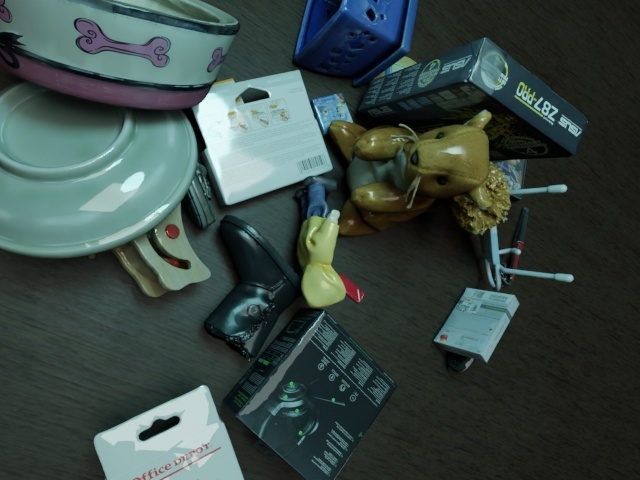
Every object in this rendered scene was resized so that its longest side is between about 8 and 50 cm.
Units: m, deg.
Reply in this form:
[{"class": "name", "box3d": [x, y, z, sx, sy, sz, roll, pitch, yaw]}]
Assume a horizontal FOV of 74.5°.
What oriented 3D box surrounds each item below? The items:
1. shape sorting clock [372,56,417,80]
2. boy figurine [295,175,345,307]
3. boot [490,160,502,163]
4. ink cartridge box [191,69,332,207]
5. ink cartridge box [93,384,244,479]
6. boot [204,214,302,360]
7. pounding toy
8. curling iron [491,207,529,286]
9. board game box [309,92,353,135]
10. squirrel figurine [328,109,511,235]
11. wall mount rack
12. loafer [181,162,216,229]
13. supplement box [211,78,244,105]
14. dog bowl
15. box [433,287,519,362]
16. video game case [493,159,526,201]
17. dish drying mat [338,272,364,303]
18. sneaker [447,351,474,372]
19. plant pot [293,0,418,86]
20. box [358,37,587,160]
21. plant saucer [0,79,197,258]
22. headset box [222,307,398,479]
[{"class": "shape sorting clock", "box3d": [0.225, -0.396, 1.144, 0.206, 0.040, 0.206, 0, 89, -24]}, {"class": "boy figurine", "box3d": [0.000, 0.000, 0.900, 0.092, 0.177, 0.285, 5, 61, -23]}, {"class": "boot", "box3d": [0.499, -0.313, 1.129, 0.095, 0.203, 0.262, 28, 74, -19]}, {"class": "ink cartridge box", "box3d": [-0.132, -0.228, 0.935, 0.275, 0.060, 0.239, -23, 97, -26]}, {"class": "ink cartridge box", "box3d": [-0.249, 0.455, 0.762, 0.207, 0.119, 0.353, -19, 92, -25]}, {"class": "boot", "box3d": [-0.167, 0.098, 0.864, 0.246, 0.094, 0.207, 49, 63, -18]}, {"class": "pounding toy", "box3d": [-0.343, -0.013, 0.815, 0.269, 0.155, 0.154, 59, 36, -17]}, {"class": "curling iron", "box3d": [0.578, 0.013, 1.252, 0.068, 0.035, 0.274, 36, 70, -16]}, {"class": "board game box", "box3d": [0.030, -0.317, 1.056, 0.090, 0.020, 0.090, -23, 94, -26]}, {"class": "squirrel figurine", "box3d": [0.252, -0.152, 0.935, 0.397, 0.370, 0.281, 5, 84, -27]}, {"class": "wall mount rack", "box3d": [0.487, -0.032, 1.057, 0.130, 0.304, 0.350, -10, 101, 6]}, {"class": "loafer", "box3d": [-0.270, -0.155, 0.858, 0.084, 0.096, 0.267, -29, 93, -31]}, {"class": "supplement box", "box3d": [-0.206, -0.301, 0.936, 0.062, 0.036, 0.098, -25, 93, -25]}, {"class": "dog bowl", "box3d": [-0.352, -0.355, 0.708, 0.408, 0.408, 0.150, 6, 122, -24]}, {"class": "box", "box3d": [0.399, 0.210, 1.079, 0.186, 0.145, 0.038, -49, 117, -23]}, {"class": "video game case", "box3d": [0.525, -0.286, 1.271, 0.248, 0.035, 0.275, 19, 75, -21]}, {"class": "dish drying mat", "box3d": [0.070, 0.116, 1.019, 0.083, 0.008, 0.032, 41, 69, -14]}, {"class": "sneaker", "box3d": [0.430, 0.264, 1.122, 0.097, 0.084, 0.235, 44, 68, -14]}, {"class": "plant pot", "box3d": [0.094, -0.525, 1.004, 0.212, 0.236, 0.236, 18, 75, -28]}, {"class": "box", "box3d": [0.317, -0.285, 0.951, 0.318, 0.395, 0.097, 24, 88, -26]}, {"class": "plant saucer", "box3d": [-0.415, -0.167, 0.700, 0.400, 0.100, 0.400, 4, 61, -7]}, {"class": "headset box", "box3d": [-0.024, 0.327, 0.878, 0.246, 0.131, 0.283, 46, 67, -13]}]
